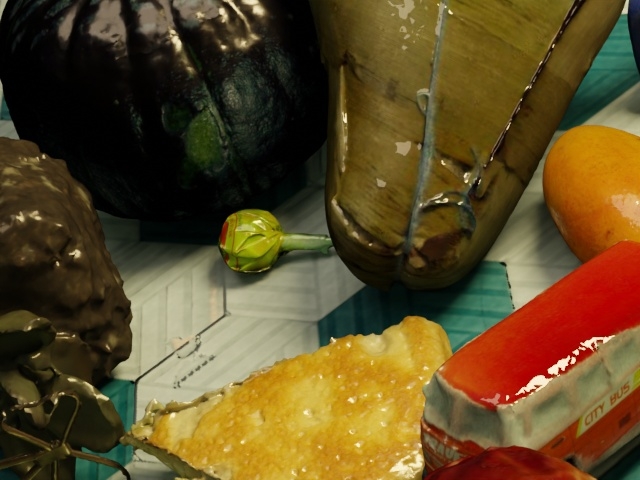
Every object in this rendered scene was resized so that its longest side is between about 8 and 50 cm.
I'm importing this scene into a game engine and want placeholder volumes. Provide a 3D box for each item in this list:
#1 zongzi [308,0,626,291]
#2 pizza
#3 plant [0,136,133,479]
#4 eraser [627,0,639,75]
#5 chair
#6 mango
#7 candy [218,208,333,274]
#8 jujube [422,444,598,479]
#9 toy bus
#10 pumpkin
[{"bbox_3d":[0.029,-0.166,1.637,0.393,0.174,0.356,26,82,6],"label":"zongzi"},{"bbox_3d":[-0.024,0.160,1.515,0.287,0.075,0.280,0,39,24],"label":"pizza"},{"bbox_3d":[-0.280,0.072,1.631,0.213,0.215,0.312,-24,41,8],"label":"plant"},{"bbox_3d":[0.432,-0.175,1.599,0.332,0.155,0.101,9,50,34],"label":"eraser"},{"bbox_3d":[-0.296,0.274,1.457,0.325,0.160,0.170,-28,41,-3],"label":"chair"},{"bbox_3d":[0.264,-0.034,1.566,0.141,0.102,0.217,-24,41,-10],"label":"mango"},{"bbox_3d":[0.000,0.000,1.711,0.194,0.062,0.058,-1,-1,13],"label":"candy"},{"bbox_3d":[0.081,0.299,1.204,0.216,0.216,0.342,24,66,43],"label":"jujube"},{"bbox_3d":[0.188,0.104,1.404,0.265,0.120,0.121,-31,38,-29],"label":"toy bus"},{"bbox_3d":[-0.135,-0.187,1.811,0.363,0.266,0.363,-15,35,11],"label":"pumpkin"}]
